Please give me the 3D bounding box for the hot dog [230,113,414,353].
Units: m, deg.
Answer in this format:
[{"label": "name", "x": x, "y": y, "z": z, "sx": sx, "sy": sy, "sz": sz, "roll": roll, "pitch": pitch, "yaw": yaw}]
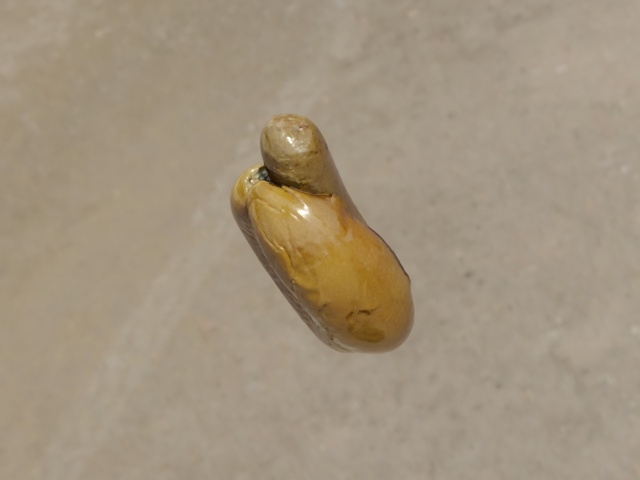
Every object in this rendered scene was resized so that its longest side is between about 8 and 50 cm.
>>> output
[{"label": "hot dog", "x": -0.001, "y": 0.000, "z": 0.916, "sx": 0.060, "sy": 0.140, "sz": 0.090, "roll": -42, "pitch": 25, "yaw": -8}]
